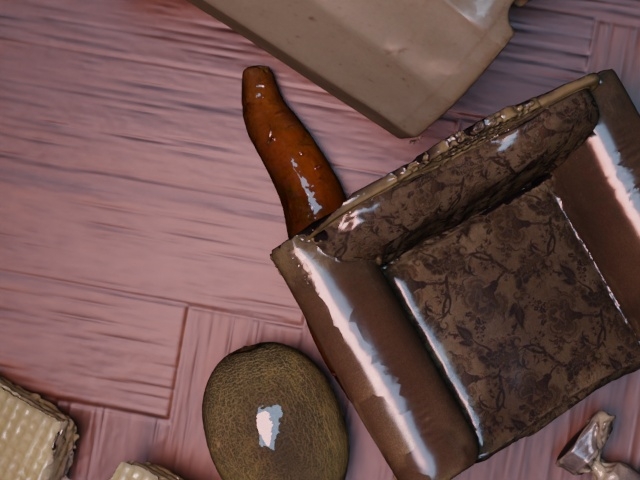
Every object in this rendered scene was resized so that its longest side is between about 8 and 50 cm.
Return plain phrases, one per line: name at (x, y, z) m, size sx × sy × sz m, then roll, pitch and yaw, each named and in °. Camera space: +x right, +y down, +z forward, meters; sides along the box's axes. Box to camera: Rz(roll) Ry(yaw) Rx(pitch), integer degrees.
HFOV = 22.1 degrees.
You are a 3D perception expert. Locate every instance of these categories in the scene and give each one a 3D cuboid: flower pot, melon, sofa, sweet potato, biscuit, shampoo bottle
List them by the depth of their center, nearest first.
sofa at (0.119, 0.030, 1.040) m, size 0.258 × 0.182 × 0.200 m, roll -27°, pitch 89°, yaw -16°
flower pot at (0.016, -0.217, 1.048) m, size 0.259 × 0.290 × 0.290 m, roll 36°, pitch 93°, yaw -7°
shampoo bottle at (0.252, 0.203, 1.121) m, size 0.207 × 0.057 × 0.063 m, roll 40°, pitch 93°, yaw 2°
melon at (-0.029, 0.133, 1.122) m, size 0.098 × 0.098 × 0.131 m, roll -22°, pitch 95°, yaw 4°
biscuit at (-0.167, 0.203, 1.131) m, size 0.250 × 0.046 × 0.147 m, roll 25°, pitch 93°, yaw 18°
sweet potato at (0.001, 0.000, 1.141) m, size 0.057 × 0.057 × 0.264 m, roll -16°, pitch 85°, yaw 4°
